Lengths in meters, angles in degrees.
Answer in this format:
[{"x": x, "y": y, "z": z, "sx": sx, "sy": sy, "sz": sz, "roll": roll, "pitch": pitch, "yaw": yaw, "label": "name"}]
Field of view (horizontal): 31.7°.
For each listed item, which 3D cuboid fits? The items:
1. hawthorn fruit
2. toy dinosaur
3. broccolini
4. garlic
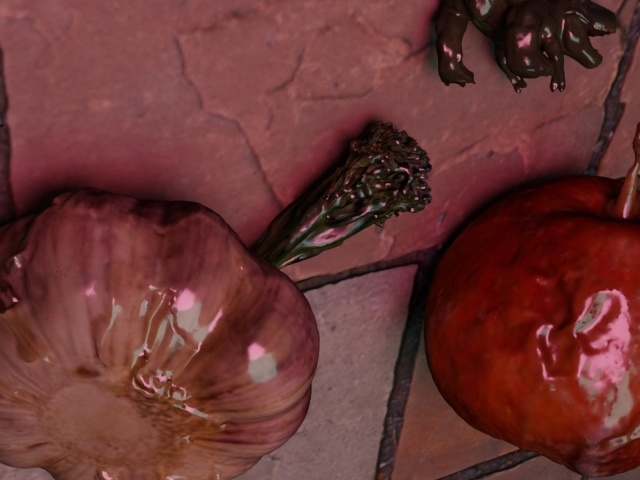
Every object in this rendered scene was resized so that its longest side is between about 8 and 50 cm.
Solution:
[{"x": 0.212, "y": 0.036, "z": 0.880, "sx": 0.241, "sy": 0.242, "sz": 0.272, "roll": 3, "pitch": 115, "yaw": -36, "label": "hawthorn fruit"}, {"x": 0.135, "y": -0.194, "z": 0.780, "sx": 0.187, "sy": 0.087, "sz": 0.179, "roll": 7, "pitch": 85, "yaw": -56, "label": "toy dinosaur"}, {"x": -0.013, "y": -0.015, "z": 0.810, "sx": 0.202, "sy": 0.068, "sz": 0.091, "roll": -29, "pitch": 167, "yaw": 3, "label": "broccolini"}, {"x": -0.119, "y": 0.064, "z": 0.725, "sx": 0.244, "sy": 0.161, "sz": 0.245, "roll": 4, "pitch": 129, "yaw": 5, "label": "garlic"}]
